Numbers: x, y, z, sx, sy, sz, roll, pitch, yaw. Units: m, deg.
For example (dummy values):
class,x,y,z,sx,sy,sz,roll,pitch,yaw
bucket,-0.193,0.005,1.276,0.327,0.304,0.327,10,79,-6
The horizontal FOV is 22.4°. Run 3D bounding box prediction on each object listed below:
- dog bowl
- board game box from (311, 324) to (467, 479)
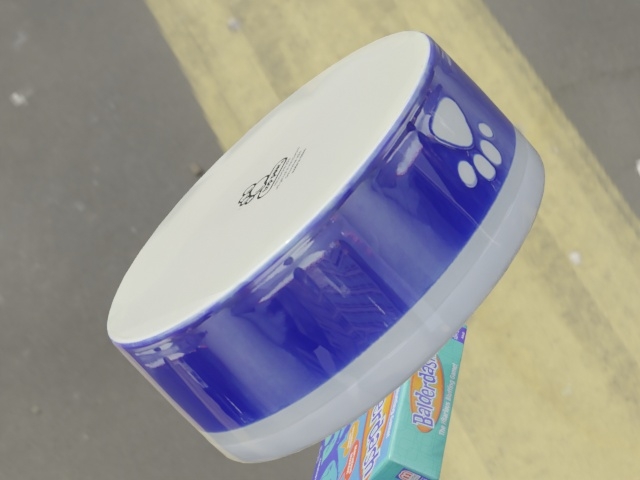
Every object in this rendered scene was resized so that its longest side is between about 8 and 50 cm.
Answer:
class,x,y,z,sx,sy,sz,roll,pitch,yaw
dog bowl,0.000,0.000,0.969,0.265,0.104,0.265,-39,17,15
board game box,0.047,0.177,1.350,0.047,0.210,0.160,25,46,-9
